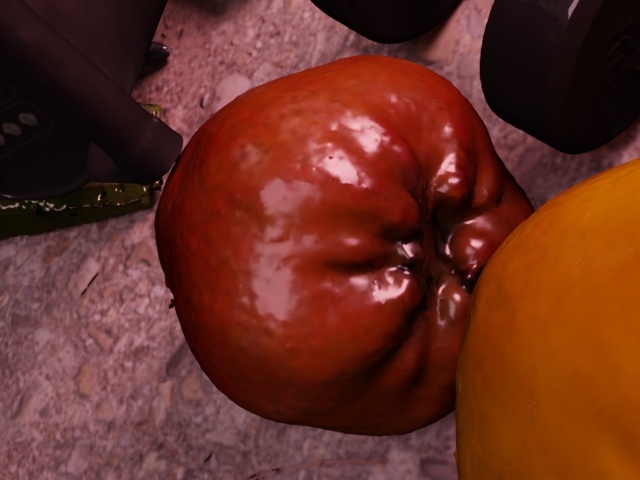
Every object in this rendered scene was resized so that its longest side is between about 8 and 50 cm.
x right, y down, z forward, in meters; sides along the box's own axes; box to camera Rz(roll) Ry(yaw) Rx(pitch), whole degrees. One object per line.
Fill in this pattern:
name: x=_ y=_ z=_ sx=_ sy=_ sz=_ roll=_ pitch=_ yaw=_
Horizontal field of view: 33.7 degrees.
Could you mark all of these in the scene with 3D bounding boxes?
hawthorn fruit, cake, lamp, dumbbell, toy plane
hawthorn fruit: x=0.000 y=0.000 z=0.646 sx=0.261 sy=0.224 sz=0.224 roll=13 pitch=86 yaw=57
cake: x=-0.231 y=-0.059 z=0.907 sx=0.235 sy=0.099 sz=0.100 roll=-3 pitch=74 yaw=12
lamp: x=-0.211 y=-0.178 z=0.750 sx=0.374 sy=0.205 sz=0.272 roll=-4 pitch=54 yaw=47
dumbbell: x=0.105 y=-0.164 z=0.638 sx=0.218 sy=0.152 sz=0.152 roll=38 pitch=100 yaw=33
toy plane: x=-0.161 y=-0.155 z=0.884 sx=0.083 sy=0.031 sz=0.078 roll=-5 pitch=63 yaw=35

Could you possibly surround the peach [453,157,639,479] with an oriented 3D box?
peach: x=0.193 y=0.084 z=0.441 sx=0.289 sy=0.289 sz=0.308 roll=-25 pitch=26 yaw=26
